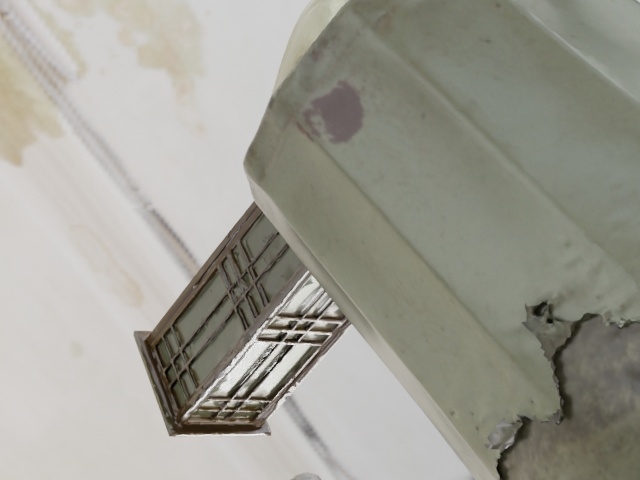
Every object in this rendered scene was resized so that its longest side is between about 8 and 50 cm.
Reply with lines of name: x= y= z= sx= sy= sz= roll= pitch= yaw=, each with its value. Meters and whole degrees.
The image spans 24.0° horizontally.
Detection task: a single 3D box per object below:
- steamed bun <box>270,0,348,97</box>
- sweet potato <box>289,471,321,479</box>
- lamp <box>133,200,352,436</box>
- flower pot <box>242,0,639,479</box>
steamed bun: x=0.055 y=-0.133 z=1.460 sx=0.273 sy=0.272 sz=0.290 roll=-11 pitch=-47 yaw=-41
sweet potato: x=-0.021 y=0.298 z=1.467 sx=0.274 sy=0.067 sz=0.067 roll=-78 pitch=-28 yaw=-68
lamp: x=0.000 y=0.000 z=0.952 sx=0.090 sy=0.325 sz=0.089 roll=7 pitch=-135 yaw=-40
flower pot: x=0.112 y=0.002 z=0.669 sx=0.259 sy=0.290 sz=0.290 roll=45 pitch=-122 yaw=12
